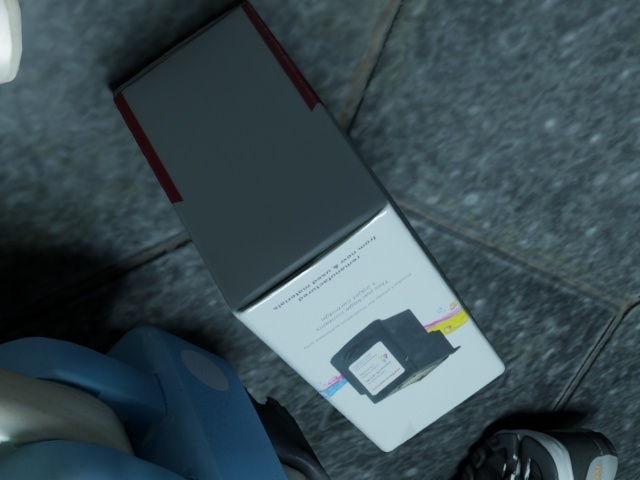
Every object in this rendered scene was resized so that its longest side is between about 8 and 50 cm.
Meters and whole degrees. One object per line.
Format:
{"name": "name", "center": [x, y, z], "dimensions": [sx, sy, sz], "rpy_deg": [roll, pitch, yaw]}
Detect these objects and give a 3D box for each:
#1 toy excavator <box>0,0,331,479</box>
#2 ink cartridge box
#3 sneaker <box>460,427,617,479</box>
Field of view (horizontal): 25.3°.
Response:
{"name": "toy excavator", "center": [-0.138, 0.108, 0.551], "dimensions": [0.445, 0.222, 0.433], "rpy_deg": [27, 110, -37]}
{"name": "ink cartridge box", "center": [0.000, 0.000, 0.622], "dimensions": [0.072, 0.127, 0.175], "rpy_deg": [-35, 147, 4]}
{"name": "sneaker", "center": [0.134, 0.238, 1.065], "dimensions": [0.108, 0.100, 0.271], "rpy_deg": [-7, 140, -39]}
